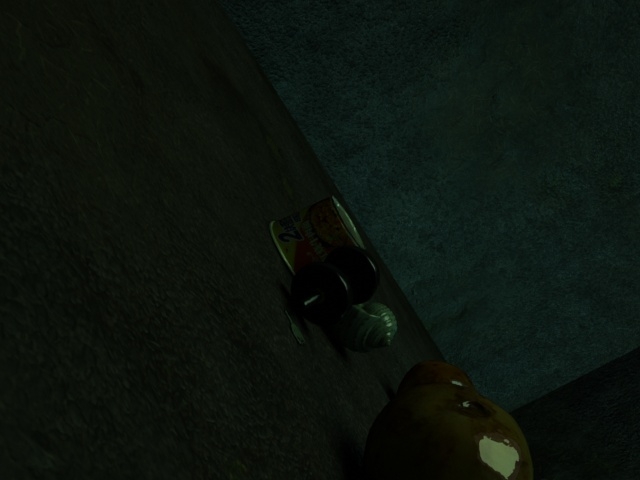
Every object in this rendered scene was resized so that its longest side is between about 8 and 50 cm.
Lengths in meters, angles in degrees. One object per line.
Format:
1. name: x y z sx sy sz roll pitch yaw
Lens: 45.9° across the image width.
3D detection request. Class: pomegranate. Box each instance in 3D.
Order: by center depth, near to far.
1. pomegranate: 0.234 0.445 1.420 0.338 0.338 0.338 58 9 -15
2. pomegranate: 0.331 0.459 2.157 0.248 0.248 0.248 58 9 -15

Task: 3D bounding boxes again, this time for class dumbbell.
1. dumbbell: 0.036 0.098 1.695 0.143 0.143 0.325 61 32 1

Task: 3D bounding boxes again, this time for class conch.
1. conch: 0.088 0.207 1.863 0.199 0.131 0.172 18 10 39

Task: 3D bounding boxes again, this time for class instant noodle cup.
1. instant noodle cup: 0.000 0.000 1.872 0.213 0.174 0.213 57 9 -14

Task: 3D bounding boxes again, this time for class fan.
1. fan: -0.053 0.179 1.553 0.083 0.004 0.056 61 9 11
